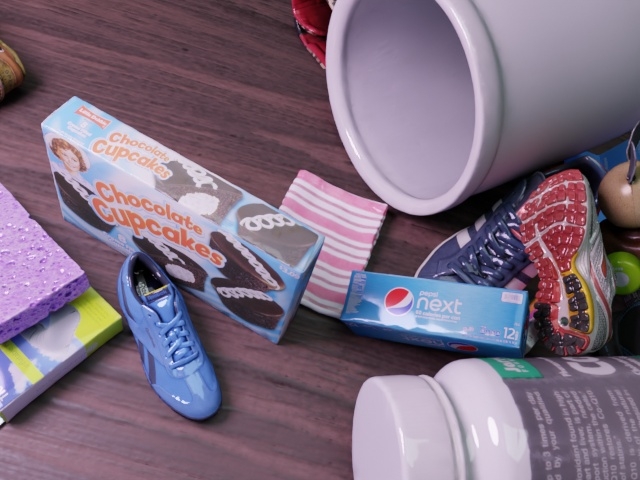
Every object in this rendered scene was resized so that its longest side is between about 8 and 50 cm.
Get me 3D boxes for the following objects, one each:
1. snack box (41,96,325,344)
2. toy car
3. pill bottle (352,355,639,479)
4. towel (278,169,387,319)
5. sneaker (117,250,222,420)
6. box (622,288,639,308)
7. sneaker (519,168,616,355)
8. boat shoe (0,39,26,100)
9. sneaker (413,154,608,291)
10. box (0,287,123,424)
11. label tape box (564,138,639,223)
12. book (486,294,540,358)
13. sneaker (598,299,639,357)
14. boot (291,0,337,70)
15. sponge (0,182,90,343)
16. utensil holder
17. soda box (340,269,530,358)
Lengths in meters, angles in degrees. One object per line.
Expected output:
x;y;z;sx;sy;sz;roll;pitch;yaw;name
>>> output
-0.162;-0.015;0.752;0.321;0.187;0.060;29;56;6;snack box
0.414;-0.051;0.814;0.148;0.189;0.155;-5;24;31;toy car
0.228;0.226;0.682;0.360;0.204;0.204;2;58;-14;pill bottle
0.000;0.000;0.877;0.144;0.029;0.197;23;56;2;towel
-0.175;0.106;0.736;0.069;0.082;0.209;-22;67;-27;sneaker
0.479;0.110;0.929;0.067;0.018;0.083;0;58;-13;box
0.301;0.025;0.778;0.092;0.088;0.226;11;76;-38;sneaker
-0.542;-0.300;0.899;0.307;0.111;0.104;45;55;4;boat shoe
0.256;-0.004;0.864;0.350;0.148;0.131;-39;74;-26;sneaker
-0.325;0.113;0.718;0.109;0.042;0.178;40;57;13;box
0.564;-0.045;0.993;0.347;0.115;0.249;14;56;-6;label tape box
0.278;0.104;0.836;0.035;0.096;0.144;44;59;12;book
0.476;0.222;0.778;0.125;0.140;0.341;-24;71;-24;sneaker
0.082;-0.440;1.116;0.284;0.138;0.378;-21;73;-25;boot
-0.369;0.020;0.739;0.117;0.031;0.210;-35;55;-29;sponge
0.253;-0.247;0.918;0.385;0.328;0.328;-21;65;-25;utensil holder
0.136;0.088;0.769;0.210;0.071;0.067;7;69;23;soda box
